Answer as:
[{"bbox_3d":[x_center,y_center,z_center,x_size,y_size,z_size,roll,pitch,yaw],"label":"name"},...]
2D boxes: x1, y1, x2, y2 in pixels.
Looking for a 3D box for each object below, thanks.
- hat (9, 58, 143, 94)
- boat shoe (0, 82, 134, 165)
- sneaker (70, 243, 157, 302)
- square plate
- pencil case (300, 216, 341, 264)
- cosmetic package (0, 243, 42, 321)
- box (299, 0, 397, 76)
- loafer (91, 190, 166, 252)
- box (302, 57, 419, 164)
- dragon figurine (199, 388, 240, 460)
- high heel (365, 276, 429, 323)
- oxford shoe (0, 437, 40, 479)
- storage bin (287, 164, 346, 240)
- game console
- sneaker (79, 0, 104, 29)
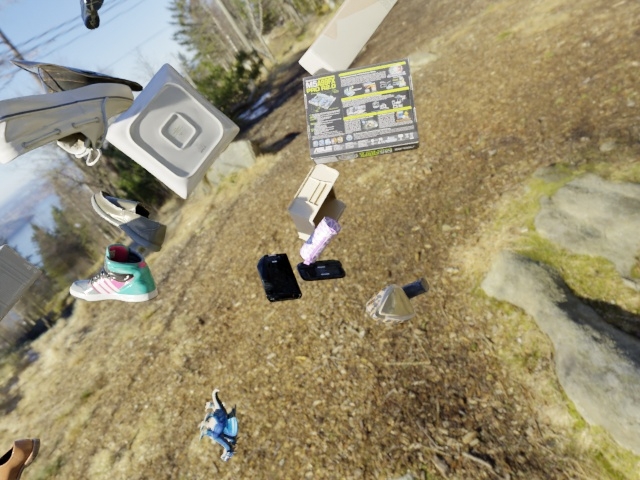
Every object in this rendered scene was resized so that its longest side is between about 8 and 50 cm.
[{"bbox_3d":[-0.647,-0.382,1.240,0.331,0.134,0.331,8,11,-1],"label":"hat"},{"bbox_3d":[-0.525,-0.236,0.996,0.135,0.156,0.367,-12,18,26],"label":"boat shoe"},{"bbox_3d":[-0.674,0.100,1.483,0.295,0.178,0.124,0,16,9],"label":"sneaker"},{"bbox_3d":[-0.503,-0.384,1.631,0.347,0.344,0.049,-57,26,-15],"label":"square plate"},{"bbox_3d":[0.000,0.000,1.838,0.206,0.086,0.088,-53,30,32],"label":"pencil case"},{"bbox_3d":[-0.710,0.136,0.954,0.127,0.107,0.238,-18,34,35],"label":"cosmetic package"},{"bbox_3d":[0.084,-0.633,1.399,0.311,0.121,0.148,-55,17,-6],"label":"box"},{"bbox_3d":[-0.500,-0.066,1.234,0.087,0.251,0.094,-55,-14,-2],"label":"loafer"},{"bbox_3d":[0.100,-0.318,1.156,0.270,0.216,0.060,-8,-8,11],"label":"box"},{"bbox_3d":[-0.321,0.606,1.561,0.085,0.144,0.289,-120,44,-68],"label":"dragon figurine"},{"bbox_3d":[0.141,0.171,1.129,0.186,0.093,0.261,-31,-8,35],"label":"high heel"},{"bbox_3d":[-0.847,0.621,1.252,0.076,0.076,0.212,35,95,48],"label":"oxford shoe"},{"bbox_3d":[-0.003,-0.144,1.958,0.123,0.262,0.260,23,70,20],"label":"storage bin"},{"bbox_3d":[-0.064,0.137,1.851,0.361,0.044,0.213,-4,48,-24],"label":"game console"},{"bbox_3d":[-0.633,-0.650,1.266,0.052,0.058,0.135,-26,-18,-47],"label":"sneaker"}]
